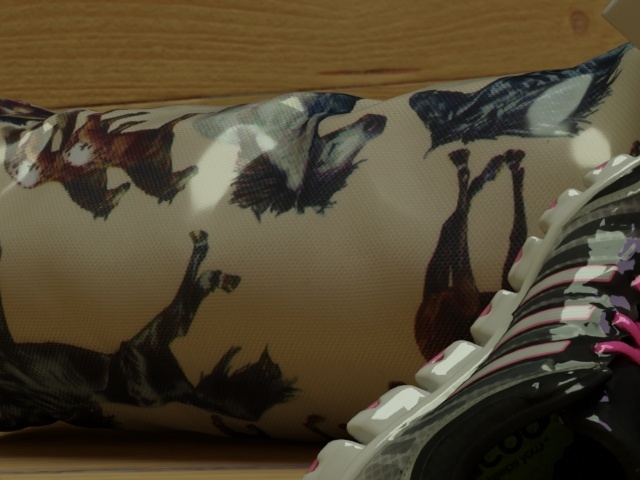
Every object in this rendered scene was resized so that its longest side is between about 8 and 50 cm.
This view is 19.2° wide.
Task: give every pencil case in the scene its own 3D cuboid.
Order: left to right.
[{"bbox_3d":[0.000,0.000,0.844,0.410,0.160,0.183,-3,44,29],"label":"pencil case"}]

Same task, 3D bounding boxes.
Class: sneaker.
[{"bbox_3d":[0.072,0.039,0.486,0.170,0.063,0.075,-42,29,-15],"label":"sneaker"}]

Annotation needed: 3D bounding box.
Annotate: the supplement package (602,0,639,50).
[{"bbox_3d":[0.233,-0.110,0.710,0.139,0.134,0.244,-52,-12,30],"label":"supplement package"}]
